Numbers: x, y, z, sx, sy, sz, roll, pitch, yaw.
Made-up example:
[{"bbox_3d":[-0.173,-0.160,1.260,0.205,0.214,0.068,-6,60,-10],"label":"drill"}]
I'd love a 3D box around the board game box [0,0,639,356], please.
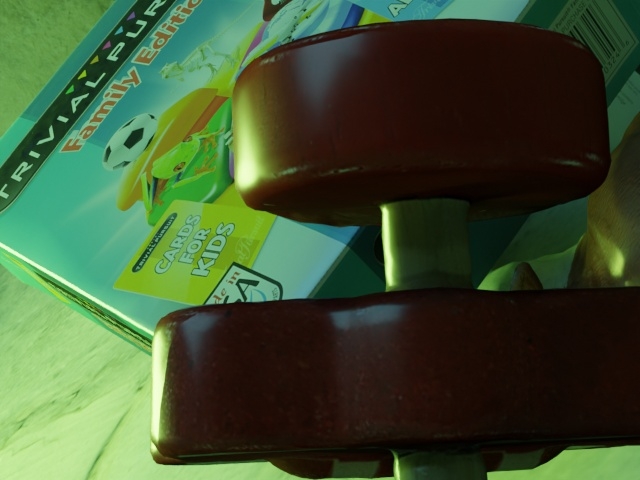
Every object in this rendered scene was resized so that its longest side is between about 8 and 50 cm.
[{"bbox_3d":[-0.033,-0.056,0.744,0.254,0.079,0.336,-53,37,-12],"label":"board game box"}]

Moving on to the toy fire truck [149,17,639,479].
[{"bbox_3d":[0.092,0.042,0.452,0.254,0.302,0.170,109,157,-81],"label":"toy fire truck"}]

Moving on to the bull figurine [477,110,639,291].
[{"bbox_3d":[0.186,-0.037,0.616,0.310,0.101,0.188,-32,28,47],"label":"bull figurine"}]

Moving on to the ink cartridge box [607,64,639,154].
[{"bbox_3d":[0.199,-0.136,0.885,0.180,0.060,0.104,-46,16,7],"label":"ink cartridge box"}]
